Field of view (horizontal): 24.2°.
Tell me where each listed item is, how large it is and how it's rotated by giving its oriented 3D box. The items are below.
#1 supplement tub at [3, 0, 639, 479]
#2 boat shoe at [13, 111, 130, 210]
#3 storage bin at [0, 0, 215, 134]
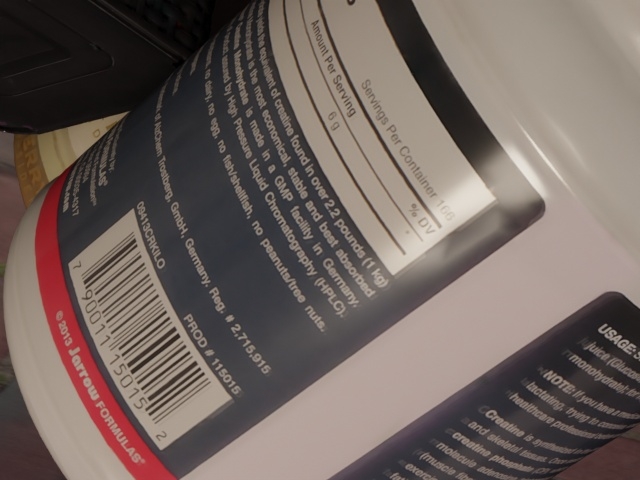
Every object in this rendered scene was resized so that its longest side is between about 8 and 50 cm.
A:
[{"bbox_3d":[0.043,-0.012,0.502,0.272,0.191,0.191,-37,136,26],"label":"supplement tub"},{"bbox_3d":[0.000,0.000,0.743,0.110,0.122,0.341,-29,154,21],"label":"boat shoe"},{"bbox_3d":[-0.132,-0.119,0.545,0.122,0.084,0.180,-9,153,36],"label":"storage bin"}]
